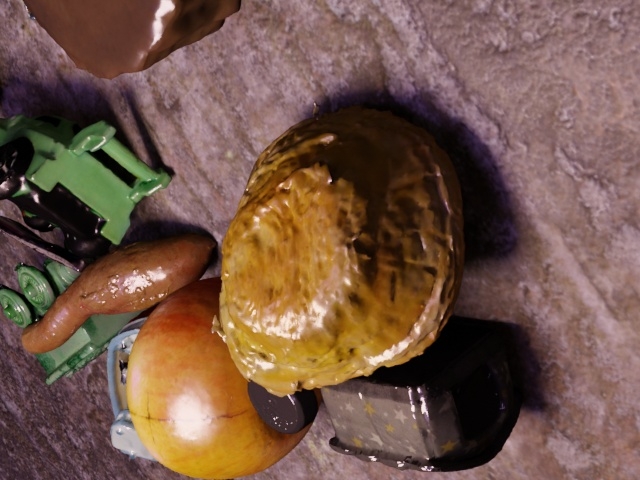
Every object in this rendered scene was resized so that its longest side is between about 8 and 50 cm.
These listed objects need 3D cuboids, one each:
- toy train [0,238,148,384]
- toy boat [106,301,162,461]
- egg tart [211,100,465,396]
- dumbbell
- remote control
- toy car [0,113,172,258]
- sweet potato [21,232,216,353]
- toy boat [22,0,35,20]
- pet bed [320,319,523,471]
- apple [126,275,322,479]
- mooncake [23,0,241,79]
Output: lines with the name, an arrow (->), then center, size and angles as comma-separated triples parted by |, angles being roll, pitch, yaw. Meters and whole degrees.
toy train -> -0.428, 0.111, 2.128 | 0.202, 0.145, 0.266 | 54, 144, -1
toy boat -> -0.280, 0.238, 2.033 | 0.145, 0.133, 0.331 | 16, 135, 8
egg tart -> 0.000, 0.000, 1.450 | 0.352, 0.153, 0.339 | -12, 77, 35
dumbbell -> 0.003, 0.163, 1.637 | 0.100, 0.191, 0.100 | 29, 136, 32
remote control -> -0.440, 0.008, 2.005 | 0.212, 0.059, 0.028 | 26, 92, 27
toy car -> -0.405, -0.103, 1.911 | 0.213, 0.176, 0.359 | 40, 168, -39
sweet potato -> -0.321, 0.077, 1.913 | 0.385, 0.109, 0.109 | -25, 99, 24
toy boat -> -0.424, -0.360, 1.851 | 0.038, 0.038, 0.083 | 39, 142, 22
pet bed -> 0.123, 0.202, 1.538 | 0.211, 0.183, 0.159 | 3, 117, 48
apple -> -0.131, 0.191, 1.745 | 0.233, 0.286, 0.286 | -5, 114, 41
mooncake -> -0.232, -0.369, 1.501 | 0.324, 0.187, 0.324 | 26, 133, 31
